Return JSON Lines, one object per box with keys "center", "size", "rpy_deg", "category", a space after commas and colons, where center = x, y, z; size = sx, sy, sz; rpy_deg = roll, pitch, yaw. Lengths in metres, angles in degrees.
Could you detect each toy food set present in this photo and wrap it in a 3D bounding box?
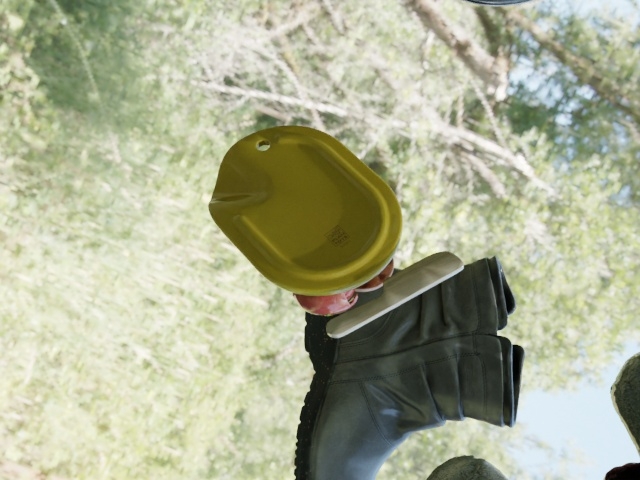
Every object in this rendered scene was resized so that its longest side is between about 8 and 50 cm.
{"center": [0.000, 0.000, 0.722], "size": [0.128, 0.218, 0.071], "rpy_deg": [-34, 149, -15], "category": "toy food set"}

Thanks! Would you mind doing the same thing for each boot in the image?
{"center": [0.095, 0.182, 0.912], "size": [0.118, 0.223, 0.338], "rpy_deg": [10, 81, -75], "category": "boot"}

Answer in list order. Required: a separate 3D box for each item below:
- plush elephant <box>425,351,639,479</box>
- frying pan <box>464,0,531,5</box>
{"center": [0.289, 0.305, 0.828], "size": [0.272, 0.330, 0.255], "rpy_deg": [-35, 157, -9], "category": "plush elephant"}
{"center": [0.205, -0.311, 0.677], "size": [0.326, 0.197, 0.053], "rpy_deg": [-29, -156, 11], "category": "frying pan"}
